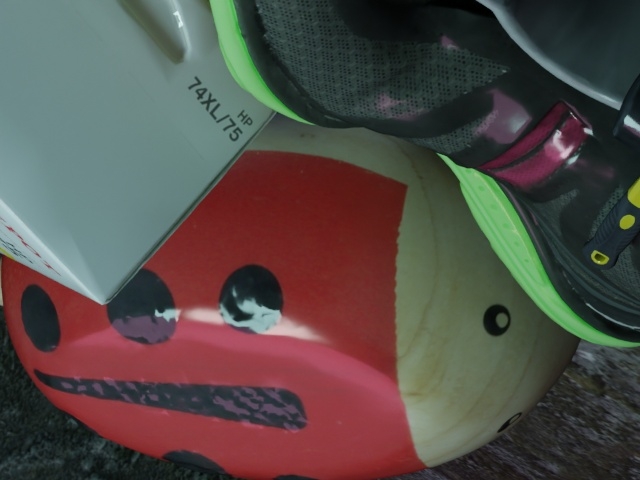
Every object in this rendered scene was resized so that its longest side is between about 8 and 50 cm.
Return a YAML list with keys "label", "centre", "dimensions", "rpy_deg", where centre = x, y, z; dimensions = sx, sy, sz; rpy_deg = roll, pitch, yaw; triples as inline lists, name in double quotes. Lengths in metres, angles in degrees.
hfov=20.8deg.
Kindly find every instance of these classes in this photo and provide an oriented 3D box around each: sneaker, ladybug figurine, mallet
- label: "sneaker"
  centre: [0.124, -0.096, 0.909]
  dimensions: [0.202, 0.185, 0.483]
  rpy_deg: [-3, 154, 43]
- label: "ladybug figurine"
  centre: [-0.043, 0.059, 1.231]
  dimensions: [0.449, 0.162, 0.305]
  rpy_deg: [1, 132, 22]
- label: "mallet"
  centre: [0.140, -0.027, 0.793]
  dimensions: [0.062, 0.039, 0.190]
  rpy_deg: [30, 161, -2]

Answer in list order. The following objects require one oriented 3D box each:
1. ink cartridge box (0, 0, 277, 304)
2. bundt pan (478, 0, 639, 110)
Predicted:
- label: "ink cartridge box"
  centre: [-0.178, -0.123, 0.980]
  dimensions: [0.270, 0.197, 0.198]
  rpy_deg: [20, 155, 53]
- label: "bundt pan"
  centre: [0.195, -0.138, 0.665]
  dimensions: [0.331, 0.124, 0.331]
  rpy_deg: [27, 165, 8]
